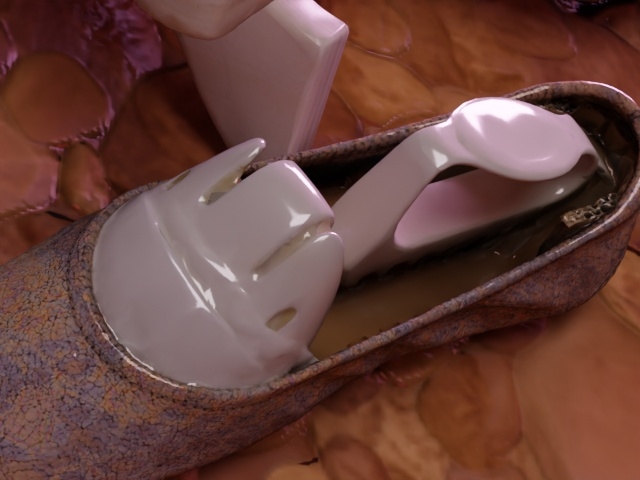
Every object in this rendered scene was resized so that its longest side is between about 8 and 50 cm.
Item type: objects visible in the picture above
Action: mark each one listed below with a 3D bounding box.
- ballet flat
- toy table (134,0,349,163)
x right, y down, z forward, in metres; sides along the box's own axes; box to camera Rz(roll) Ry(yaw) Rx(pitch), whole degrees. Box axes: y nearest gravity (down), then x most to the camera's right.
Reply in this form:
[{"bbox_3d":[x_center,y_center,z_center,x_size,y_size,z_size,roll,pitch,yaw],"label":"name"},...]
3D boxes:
[{"bbox_3d":[0.000,0.000,0.690,0.316,0.106,0.107,-21,68,-34],"label":"ballet flat"},{"bbox_3d":[-0.047,-0.157,0.705,0.161,0.252,0.274,29,47,14],"label":"toy table"}]
